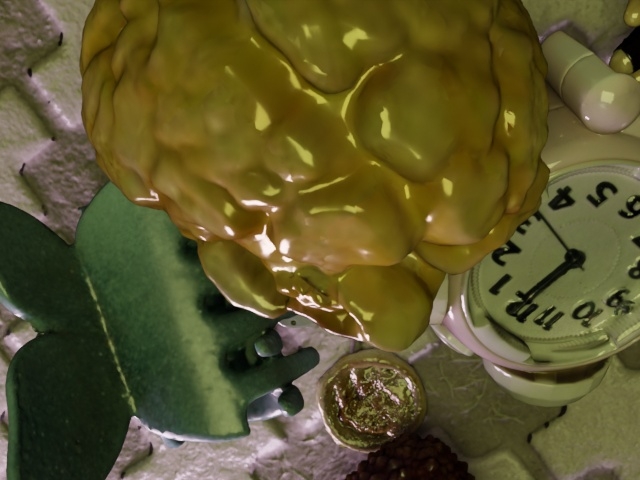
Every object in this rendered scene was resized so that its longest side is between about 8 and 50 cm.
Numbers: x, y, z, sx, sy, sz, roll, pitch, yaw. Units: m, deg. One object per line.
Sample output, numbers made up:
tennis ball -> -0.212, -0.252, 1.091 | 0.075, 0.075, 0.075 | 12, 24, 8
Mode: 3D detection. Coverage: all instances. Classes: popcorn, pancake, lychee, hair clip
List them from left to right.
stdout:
hair clip -> -0.160, 0.071, 0.983 | 0.238, 0.392, 0.318 | -21, 85, 12
popcorn -> 0.003, -0.128, 0.756 | 0.390, 0.354, 0.344 | 43, 61, 9
pancake -> 0.062, 0.197, 1.148 | 0.139, 0.022, 0.139 | 1, 104, 5
lychee -> 0.100, 0.356, 1.084 | 0.271, 0.271, 0.271 | 1, 105, 5

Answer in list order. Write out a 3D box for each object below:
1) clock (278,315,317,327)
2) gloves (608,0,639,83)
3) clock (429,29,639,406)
clock -> 0.000, 0.000, 1.083 | 0.151, 0.062, 0.191 | -12, 102, 9
gloves -> 0.418, -0.257, 0.931 | 0.301, 0.152, 0.197 | -40, 76, 20
clock -> 0.238, -0.001, 0.972 | 0.342, 0.184, 0.326 | 36, 104, -24
